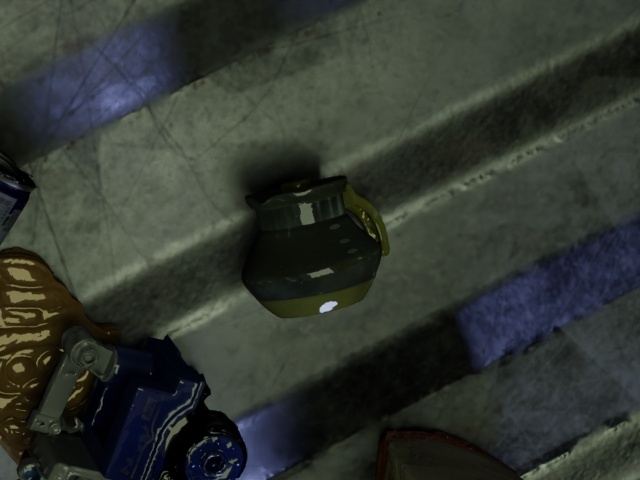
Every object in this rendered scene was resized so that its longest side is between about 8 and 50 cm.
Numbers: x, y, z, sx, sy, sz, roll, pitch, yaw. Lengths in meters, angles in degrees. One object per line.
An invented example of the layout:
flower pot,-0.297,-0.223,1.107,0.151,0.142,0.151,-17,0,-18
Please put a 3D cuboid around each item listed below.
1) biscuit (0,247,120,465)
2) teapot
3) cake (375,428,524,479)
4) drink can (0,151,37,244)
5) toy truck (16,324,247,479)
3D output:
biscuit,-0.257,0.126,1.578,0.162,0.035,0.250,-15,114,-9
teapot,0.000,0.000,1.581,0.166,0.130,0.119,-18,99,-47
cake,0.085,0.317,1.687,0.160,0.158,0.262,38,94,-21
drink can,-0.343,0.025,1.477,0.097,0.097,0.235,30,97,-25
toy truck,-0.178,0.194,1.545,0.177,0.161,0.213,17,101,-27
